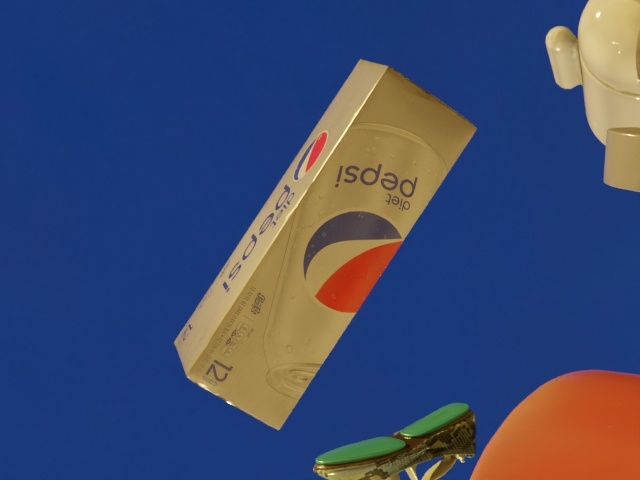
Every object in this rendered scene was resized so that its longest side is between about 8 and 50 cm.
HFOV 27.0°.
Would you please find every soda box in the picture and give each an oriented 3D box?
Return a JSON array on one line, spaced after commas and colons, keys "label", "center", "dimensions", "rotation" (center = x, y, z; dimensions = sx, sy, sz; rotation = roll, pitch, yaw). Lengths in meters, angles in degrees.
[{"label": "soda box", "center": [0.000, 0.000, 1.060], "dimensions": [0.091, 0.098, 0.286], "rotation": [33, -87, -16]}]

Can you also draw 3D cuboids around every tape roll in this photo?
[{"label": "tape roll", "center": [0.476, -0.102, 1.712], "dimensions": [0.219, 0.219, 0.072], "rotation": [-2, -80, -31]}]

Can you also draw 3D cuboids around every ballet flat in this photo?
[{"label": "ballet flat", "center": [0.081, 0.216, 1.304], "dimensions": [0.188, 0.070, 0.070], "rotation": [-16, -97, -28]}]

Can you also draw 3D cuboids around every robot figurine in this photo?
[{"label": "robot figurine", "center": [0.477, -0.252, 1.921], "dimensions": [0.353, 0.299, 0.200], "rotation": [64, -145, -56]}]

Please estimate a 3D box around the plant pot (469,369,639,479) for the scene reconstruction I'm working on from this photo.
[{"label": "plant pot", "center": [0.221, 0.192, 0.569], "dimensions": [0.275, 0.243, 0.275], "rotation": [8, -100, -49]}]
